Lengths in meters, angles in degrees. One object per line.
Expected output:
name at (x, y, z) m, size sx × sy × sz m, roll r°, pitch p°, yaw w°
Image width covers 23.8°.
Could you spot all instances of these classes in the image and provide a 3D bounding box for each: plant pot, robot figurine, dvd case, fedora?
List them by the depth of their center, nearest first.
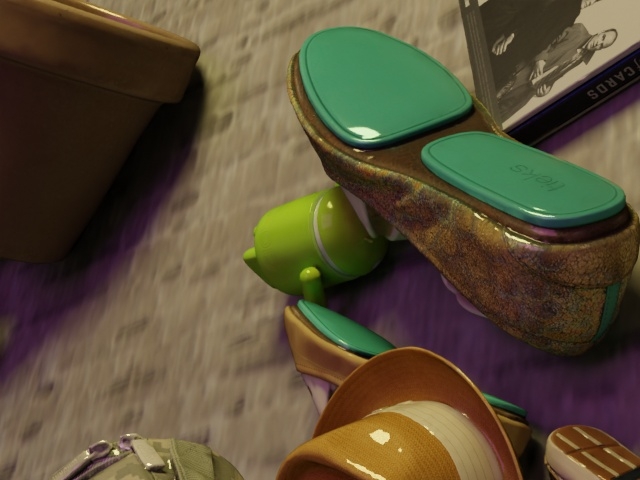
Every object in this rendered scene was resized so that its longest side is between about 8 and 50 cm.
fedora at (0.030, 0.153, 0.847) m, size 0.194 × 0.079 × 0.194 m, roll 4°, pitch 95°, yaw 52°
dvd case at (0.201, -0.180, 1.030) m, size 0.238 × 0.029 × 0.179 m, roll -32°, pitch 41°, yaw 28°
robot figurine at (0.000, 0.000, 1.079) m, size 0.115 × 0.067 × 0.101 m, roll -19°, pitch 36°, yaw 39°
plant pot at (-0.264, -0.109, 1.358) m, size 0.263 × 0.263 × 0.229 m, roll 31°, pitch 105°, yaw 55°

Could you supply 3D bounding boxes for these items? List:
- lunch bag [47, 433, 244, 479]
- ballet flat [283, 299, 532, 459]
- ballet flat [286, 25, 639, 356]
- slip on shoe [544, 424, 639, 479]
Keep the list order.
lunch bag at (-0.080, 0.264, 0.761) m, size 0.256 × 0.212 × 0.305 m, roll -68°, pitch 24°, yaw 9°
ballet flat at (0.035, 0.100, 0.950) m, size 0.232 × 0.080 × 0.073 m, roll 25°, pitch 93°, yaw 55°
ballet flat at (0.076, -0.033, 0.979) m, size 0.123 × 0.123 × 0.348 m, roll -52°, pitch 39°, yaw 3°
slip on shoe at (0.166, 0.145, 0.792) m, size 0.135 × 0.051 × 0.041 m, roll 33°, pitch 128°, yaw 47°
